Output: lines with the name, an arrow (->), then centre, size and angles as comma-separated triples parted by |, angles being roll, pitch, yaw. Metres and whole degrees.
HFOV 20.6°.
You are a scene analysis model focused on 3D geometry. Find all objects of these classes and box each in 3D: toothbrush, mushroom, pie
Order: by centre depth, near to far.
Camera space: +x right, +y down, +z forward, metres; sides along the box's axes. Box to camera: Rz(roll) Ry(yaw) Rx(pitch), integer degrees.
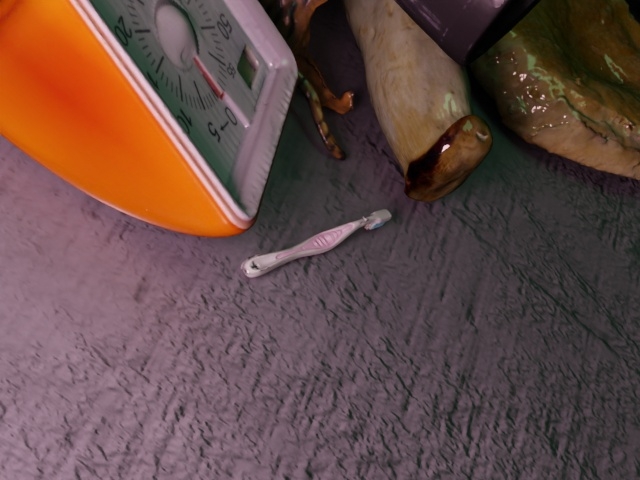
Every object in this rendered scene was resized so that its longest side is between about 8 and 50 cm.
toothbrush -> 0.000, 0.000, 1.453 | 0.017, 0.022, 0.204 | 47, 34, 16
mushroom -> 0.082, -0.175, 1.657 | 0.087, 0.107, 0.333 | 17, 40, -30
pie -> 0.277, -0.194, 1.901 | 0.339, 0.083, 0.339 | 25, 36, -20

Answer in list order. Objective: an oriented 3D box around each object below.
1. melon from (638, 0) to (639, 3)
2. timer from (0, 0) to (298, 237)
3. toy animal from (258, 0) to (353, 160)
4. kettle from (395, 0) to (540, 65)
melon -> 0.450, -0.296, 2.180 | 0.162, 0.099, 0.099 | 45, 33, 3
timer -> -0.131, -0.143, 1.367 | 0.250, 0.161, 0.257 | 41, 32, -18
toy animal -> -0.028, -0.192, 1.577 | 0.116, 0.114, 0.255 | -15, 73, -26
kettle -> 0.117, -0.343, 1.567 | 0.290, 0.207, 0.268 | 45, 68, 7
